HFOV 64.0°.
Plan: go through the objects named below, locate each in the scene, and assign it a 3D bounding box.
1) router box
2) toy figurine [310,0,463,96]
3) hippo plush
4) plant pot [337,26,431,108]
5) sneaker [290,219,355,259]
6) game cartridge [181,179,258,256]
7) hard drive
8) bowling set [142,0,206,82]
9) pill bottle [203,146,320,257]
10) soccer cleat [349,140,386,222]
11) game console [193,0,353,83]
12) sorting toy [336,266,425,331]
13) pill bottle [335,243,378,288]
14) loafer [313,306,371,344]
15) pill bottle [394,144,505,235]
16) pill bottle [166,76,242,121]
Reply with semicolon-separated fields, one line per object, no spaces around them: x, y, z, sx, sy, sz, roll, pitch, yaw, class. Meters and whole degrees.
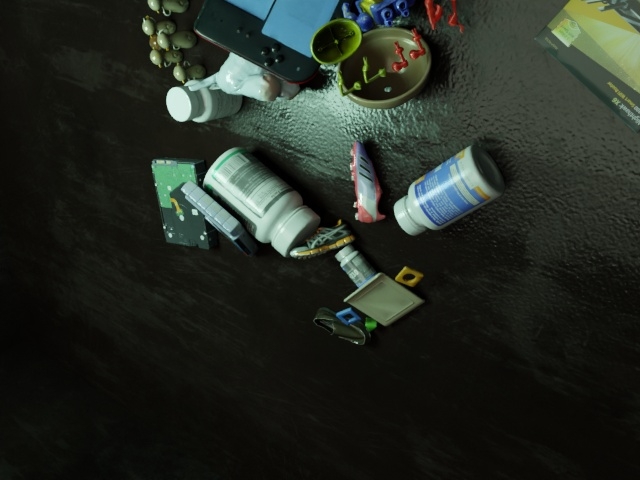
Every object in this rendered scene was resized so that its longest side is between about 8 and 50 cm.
0.655;-0.419;1.068;0.309;0.081;0.243;46;128;7;router box
0.146;-0.544;1.281;0.363;0.217;0.191;-29;124;9;toy figurine
-0.190;-0.541;1.478;0.294;0.234;0.236;14;113;19;hippo plush
0.169;-0.426;1.333;0.237;0.109;0.237;-5;68;12;plant pot
0.000;0.000;1.629;0.084;0.215;0.083;140;109;-73;sneaker
-0.330;-0.060;1.740;0.230;0.068;0.355;45;172;13;game cartridge
-0.521;-0.145;1.966;0.237;0.064;0.338;7;115;31;hard drive
-0.519;-0.646;1.685;0.200;0.154;0.286;-4;107;34;bowling set
-0.189;-0.122;1.670;0.361;0.204;0.204;41;127;12;pill bottle
0.140;-0.174;1.526;0.095;0.083;0.248;-5;104;4;soccer cleat
-0.098;-0.634;1.319;0.342;0.060;0.386;27;94;-6;game console
0.202;0.180;1.617;0.196;0.047;0.348;31;131;-20;sorting toy
0.114;0.082;1.643;0.137;0.078;0.078;50;128;5;pill bottle
0.069;0.308;1.771;0.220;0.078;0.080;19;120;25;loafer
0.333;-0.122;1.365;0.272;0.152;0.152;-32;91;38;pill bottle
-0.368;-0.447;1.627;0.131;0.229;0.131;14;117;28;pill bottle
